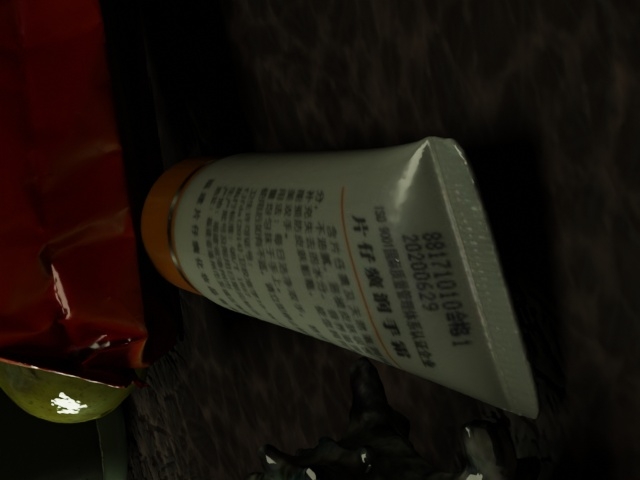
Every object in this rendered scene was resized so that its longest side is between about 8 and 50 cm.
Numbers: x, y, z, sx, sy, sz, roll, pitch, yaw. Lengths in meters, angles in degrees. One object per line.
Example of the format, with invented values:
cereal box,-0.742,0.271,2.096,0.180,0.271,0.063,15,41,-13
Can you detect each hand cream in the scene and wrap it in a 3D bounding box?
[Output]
hand cream,0.000,0.000,0.783,0.314,0.089,0.140,18,129,59

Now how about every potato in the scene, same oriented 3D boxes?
potato,-0.208,0.043,1.193,0.197,0.148,0.228,58,151,6

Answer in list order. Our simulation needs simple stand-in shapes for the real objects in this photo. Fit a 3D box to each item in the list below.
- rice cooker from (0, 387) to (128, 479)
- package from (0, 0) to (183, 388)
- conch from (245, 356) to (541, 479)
rice cooker,-0.347,0.178,1.389,0.288,0.277,0.288,33,130,52
package,-0.177,-0.104,0.986,0.196,0.123,0.424,103,160,-88
conch,0.043,0.205,0.719,0.240,0.186,0.313,43,134,11
